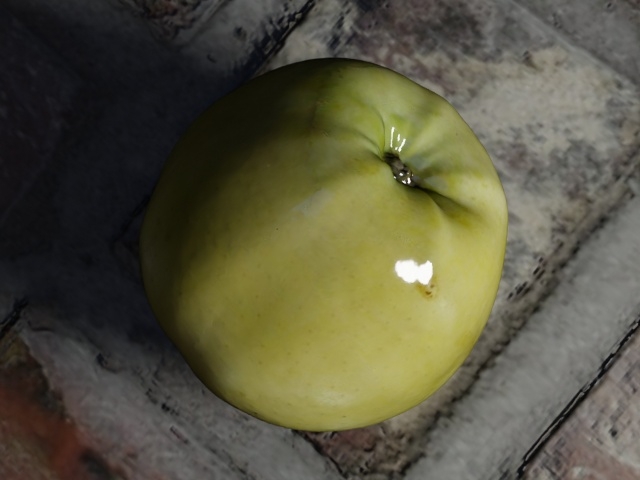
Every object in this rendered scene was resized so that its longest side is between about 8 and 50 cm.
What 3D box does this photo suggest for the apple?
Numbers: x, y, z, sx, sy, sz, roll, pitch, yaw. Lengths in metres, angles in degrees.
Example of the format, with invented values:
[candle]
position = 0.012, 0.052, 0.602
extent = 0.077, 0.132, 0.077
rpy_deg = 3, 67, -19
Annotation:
[apple]
position = 0.000, 0.000, 1.402
extent = 0.262, 0.262, 0.262
rpy_deg = -6, 71, 17
